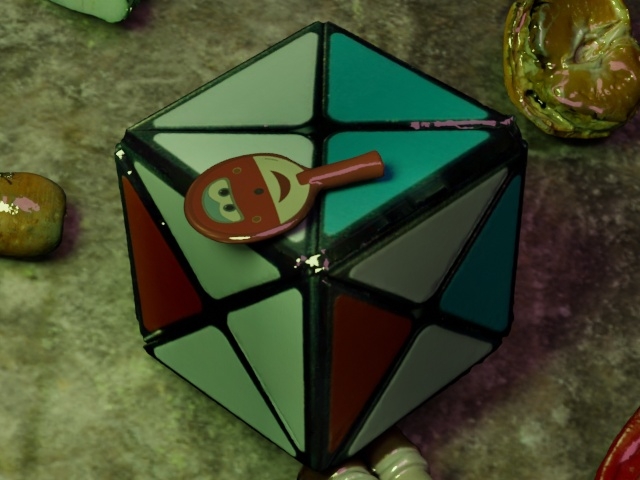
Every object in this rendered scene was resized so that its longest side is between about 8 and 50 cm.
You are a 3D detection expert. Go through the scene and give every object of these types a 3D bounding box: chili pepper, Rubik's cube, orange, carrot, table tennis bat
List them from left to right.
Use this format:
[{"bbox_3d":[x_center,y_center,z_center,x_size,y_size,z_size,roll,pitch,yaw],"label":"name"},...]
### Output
[{"bbox_3d":[-0.369,-0.026,1.604,0.298,0.078,0.078,1,59,-11],"label":"carrot"},{"bbox_3d":[-0.027,-0.038,1.398,0.155,0.019,0.098,-15,42,-6],"label":"table tennis bat"},{"bbox_3d":[0.000,0.000,1.550,0.246,0.250,0.248,-34,52,-31],"label":"Rubik's cube"},{"bbox_3d":[0.247,-0.177,1.854,0.160,0.112,0.170,28,79,-12],"label":"orange"},{"bbox_3d":[0.303,0.179,1.695,0.050,0.059,0.268,15,49,40],"label":"chili pepper"}]

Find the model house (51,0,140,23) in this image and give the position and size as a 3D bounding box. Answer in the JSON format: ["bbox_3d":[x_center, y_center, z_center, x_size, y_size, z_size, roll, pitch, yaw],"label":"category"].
[{"bbox_3d":[-0.203,-0.296,1.804,0.148,0.119,0.149,20,28,22],"label":"model house"}]

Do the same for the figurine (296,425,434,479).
[{"bbox_3d":[0.111,0.315,1.486,0.281,0.167,0.370,-14,56,-29],"label":"figurine"}]
